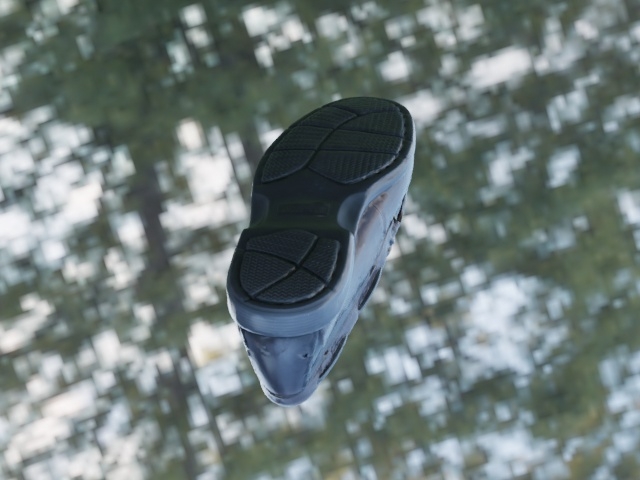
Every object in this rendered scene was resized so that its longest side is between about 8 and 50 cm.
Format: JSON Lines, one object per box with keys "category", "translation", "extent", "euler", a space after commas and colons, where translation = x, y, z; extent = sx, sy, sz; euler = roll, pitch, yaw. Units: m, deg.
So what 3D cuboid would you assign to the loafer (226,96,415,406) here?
{"category": "loafer", "translation": [0.000, 0.000, 1.287], "extent": [0.109, 0.095, 0.302], "euler": [6, -147, 13]}
